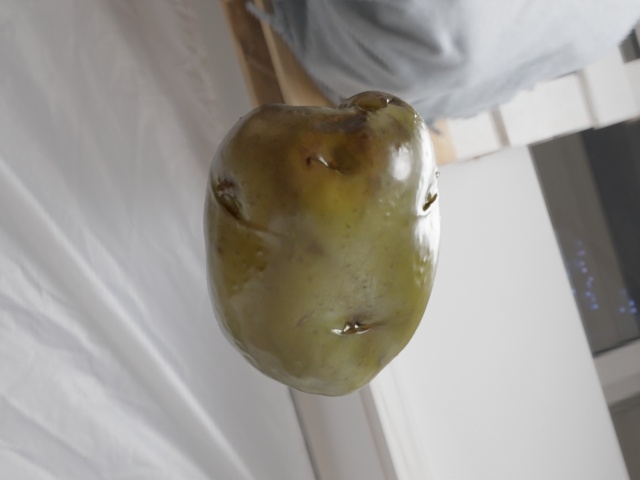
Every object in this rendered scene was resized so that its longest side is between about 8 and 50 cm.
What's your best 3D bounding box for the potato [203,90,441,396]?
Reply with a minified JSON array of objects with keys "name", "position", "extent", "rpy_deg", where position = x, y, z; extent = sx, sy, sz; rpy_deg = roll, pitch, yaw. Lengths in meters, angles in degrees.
[{"name":"potato","position":[0.002,0.002,0.689],"extent":[0.154,0.201,0.137],"rpy_deg":[2,-152,-7]}]
